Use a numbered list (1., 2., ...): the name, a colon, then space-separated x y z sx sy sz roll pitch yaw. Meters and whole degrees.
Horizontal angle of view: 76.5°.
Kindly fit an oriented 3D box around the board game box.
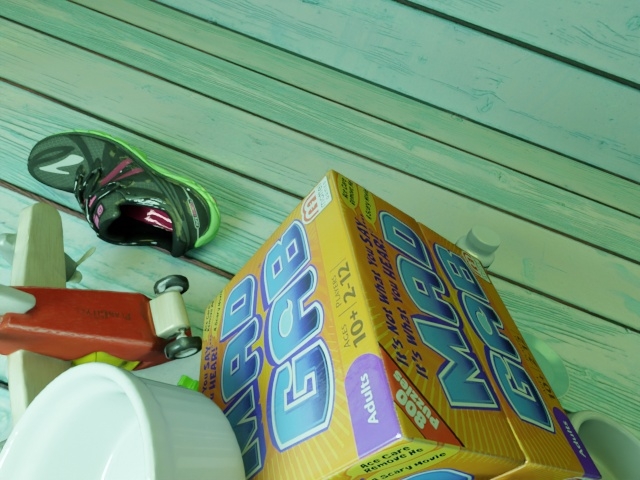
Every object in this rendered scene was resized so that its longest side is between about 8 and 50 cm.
1. board game box: 0.064 0.198 0.593 0.356 0.356 0.356 26 34 -31

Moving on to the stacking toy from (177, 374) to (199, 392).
1. stacking toy: -0.166 0.335 0.605 0.221 0.052 0.167 44 38 -16

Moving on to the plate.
1. plate: 0.512 0.301 0.991 0.188 0.024 0.188 11 42 -10

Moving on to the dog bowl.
1. dog bowl: 0.512 0.461 0.695 0.348 0.102 0.349 23 39 -19

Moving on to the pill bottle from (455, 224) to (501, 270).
1. pill bottle: 0.407 0.049 1.108 0.107 0.180 0.108 11 41 -10

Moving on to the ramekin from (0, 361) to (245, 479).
1. ramekin: -0.204 0.273 0.403 0.135 0.277 0.277 35 21 -49

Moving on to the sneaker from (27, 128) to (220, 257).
1. sneaker: -0.474 -0.109 0.939 0.482 0.185 0.202 22 37 4

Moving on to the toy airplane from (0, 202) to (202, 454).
1. toy airplane: -0.409 0.152 0.611 0.384 0.272 0.386 49 23 -14
